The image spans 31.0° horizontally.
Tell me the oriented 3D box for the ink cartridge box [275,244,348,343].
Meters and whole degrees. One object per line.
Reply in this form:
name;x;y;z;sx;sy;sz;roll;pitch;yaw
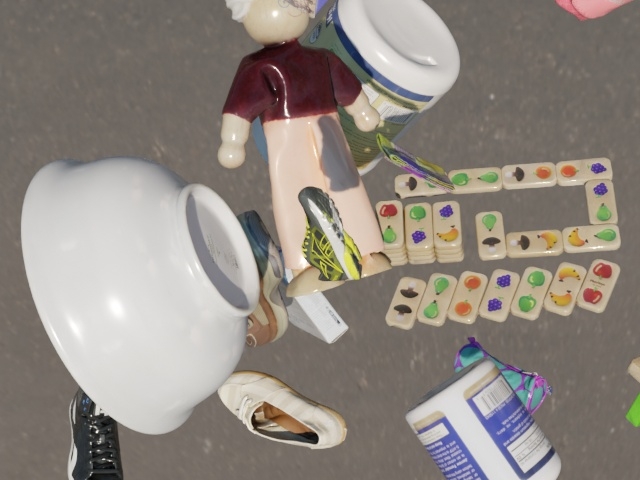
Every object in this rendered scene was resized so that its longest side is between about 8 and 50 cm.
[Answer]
ink cartridge box;-0.069;0.052;1.841;0.045;0.223;0.224;-41;107;-11

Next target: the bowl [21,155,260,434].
bowl;-0.152;0.032;1.154;0.134;0.298;0.298;-23;64;19

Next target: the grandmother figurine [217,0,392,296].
grandmother figurine;-0.016;-0.125;1.172;0.104;0.207;0.343;-13;92;40

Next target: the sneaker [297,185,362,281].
sneaker;0.000;0.000;0.790;0.035;0.083;0.031;-18;34;16

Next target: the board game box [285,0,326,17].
board game box;-0.013;-0.374;0.937;0.232;0.141;0.291;35;72;9

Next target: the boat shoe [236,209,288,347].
boat shoe;-0.121;0.070;1.620;0.116;0.324;0.123;-27;63;-13

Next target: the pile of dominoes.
pile of dominoes;0.183;-0.008;1.191;0.251;0.040;0.196;-5;54;8

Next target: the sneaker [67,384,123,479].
sneaker;-0.337;0.292;1.736;0.079;0.121;0.217;-1;49;-24

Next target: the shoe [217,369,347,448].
shoe;-0.066;0.242;1.645;0.219;0.077;0.058;16;24;32

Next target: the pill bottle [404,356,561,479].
pill bottle;0.182;0.226;1.199;0.112;0.112;0.187;-33;85;-8

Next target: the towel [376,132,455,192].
towel;0.095;-0.077;1.153;0.083;0.060;0.009;27;110;-20

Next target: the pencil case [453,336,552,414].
pencil case;0.279;0.212;1.792;0.151;0.064;0.070;26;109;38

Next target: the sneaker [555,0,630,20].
sneaker;0.255;-0.327;1.039;0.115;0.136;0.314;28;52;-22

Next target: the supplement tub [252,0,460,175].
supplement tub;0.050;-0.243;1.880;0.228;0.316;0.228;24;42;-24

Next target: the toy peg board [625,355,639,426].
toy peg board;0.433;0.191;1.268;0.161;0.079;0.161;-14;46;-34
